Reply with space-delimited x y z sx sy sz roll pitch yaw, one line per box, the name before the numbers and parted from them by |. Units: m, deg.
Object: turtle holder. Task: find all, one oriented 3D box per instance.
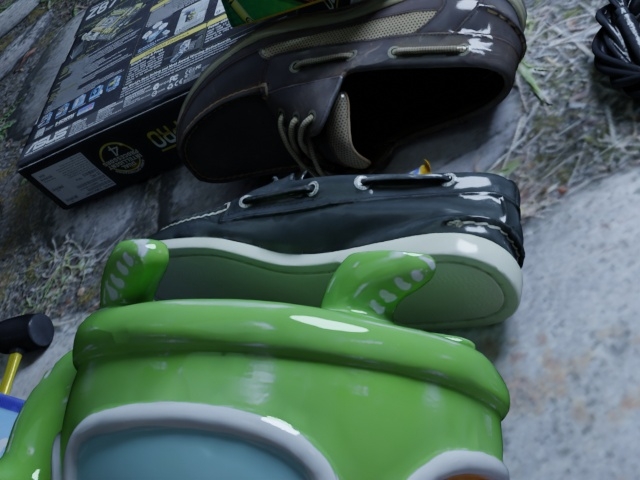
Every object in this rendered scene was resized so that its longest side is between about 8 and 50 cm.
turtle holder | -0.058 0.136 0.537 0.320 0.243 0.228 8 71 -1

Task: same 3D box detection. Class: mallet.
mallet | -0.310 0.156 0.942 0.062 0.039 0.190 -20 48 24

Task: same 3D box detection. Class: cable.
cable | 0.274 -0.176 0.717 0.150 0.047 0.185 5 58 45

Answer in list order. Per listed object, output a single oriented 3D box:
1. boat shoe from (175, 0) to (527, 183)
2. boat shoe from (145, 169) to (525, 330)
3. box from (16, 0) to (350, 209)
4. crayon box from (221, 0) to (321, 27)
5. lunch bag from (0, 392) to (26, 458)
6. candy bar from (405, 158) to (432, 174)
boat shoe | 0.011 -0.126 0.839 0.355 0.132 0.130 -22 42 27
boat shoe | -0.002 -0.003 0.736 0.340 0.127 0.113 -7 49 36
box | -0.151 -0.230 1.114 0.394 0.097 0.318 -19 45 28
crayon box | 0.052 -0.285 0.881 0.165 0.081 0.278 -4 21 46
lunch bag | -0.189 0.247 0.681 0.293 0.138 0.221 5 55 34
candy bar | 0.030 -0.024 0.816 0.161 0.018 0.040 -25 41 24
